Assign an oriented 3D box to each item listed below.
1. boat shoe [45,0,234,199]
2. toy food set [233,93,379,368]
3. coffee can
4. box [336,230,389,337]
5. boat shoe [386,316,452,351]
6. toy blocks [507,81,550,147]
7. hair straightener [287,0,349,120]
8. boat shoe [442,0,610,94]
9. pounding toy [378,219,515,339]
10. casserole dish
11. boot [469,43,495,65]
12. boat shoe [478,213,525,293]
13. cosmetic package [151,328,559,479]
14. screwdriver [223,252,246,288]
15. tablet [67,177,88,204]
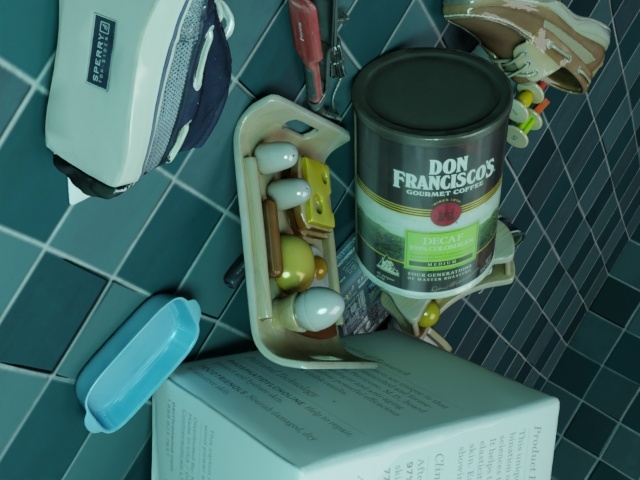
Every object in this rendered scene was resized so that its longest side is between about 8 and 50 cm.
[{"bbox_3d":[-0.134,-0.210,0.880,0.158,0.127,0.341,-35,152,-56],"label":"boat shoe"},{"bbox_3d":[0.000,0.000,1.207,0.219,0.092,0.306,13,69,-64],"label":"toy food set"},{"bbox_3d":[0.143,-0.088,1.367,0.201,0.201,0.275,-41,145,-34],"label":"coffee can"},{"bbox_3d":[0.073,0.058,1.574,0.233,0.059,0.183,-48,151,-23],"label":"box"},{"bbox_3d":[0.160,0.191,1.792,0.103,0.113,0.302,-42,157,-2],"label":"boat shoe"},{"bbox_3d":[0.382,-0.253,1.814,0.148,0.054,0.123,-49,152,-22],"label":"toy blocks"},{"bbox_3d":[0.014,-0.224,1.191,0.089,0.047,0.230,-49,152,-21],"label":"hair straightener"},{"bbox_3d":[0.300,-0.281,1.467,0.324,0.123,0.117,8,93,-37],"label":"boat shoe"},{"bbox_3d":[0.209,0.051,1.563,0.269,0.154,0.155,-49,151,-21],"label":"pounding toy"},{"bbox_3d":[-0.211,0.135,1.170,0.188,0.037,0.114,-48,152,-21],"label":"casserole dish"},{"bbox_3d":[0.279,-0.281,1.580,0.190,0.069,0.086,-57,148,-7],"label":"boot"},{"bbox_3d":[0.298,0.035,1.930,0.254,0.079,0.095,-33,144,-43],"label":"boat shoe"},{"bbox_3d":[0.034,0.328,1.273,0.393,0.327,0.330,-5,105,-36],"label":"cosmetic package"},{"bbox_3d":[-0.070,-0.006,1.308,0.170,0.025,0.024,-56,155,-28],"label":"screwdriver"},{"bbox_3d":[-0.218,-0.077,0.972,0.054,0.006,0.083,-35,144,-40],"label":"tablet"}]
